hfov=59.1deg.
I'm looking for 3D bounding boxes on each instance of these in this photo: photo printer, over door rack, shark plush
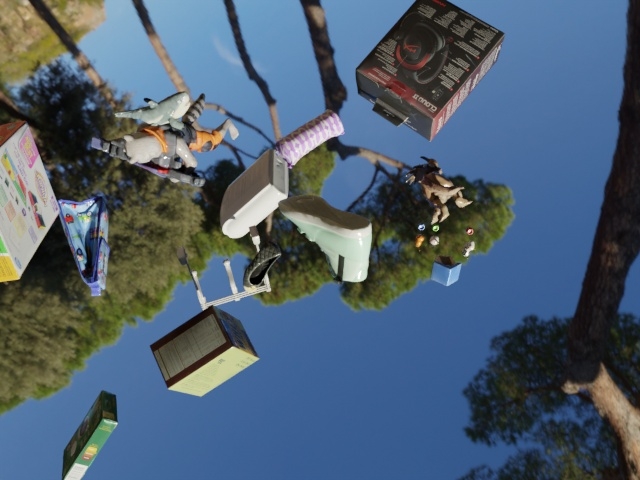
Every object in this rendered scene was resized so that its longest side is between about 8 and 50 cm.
[{"bbox_3d":[-0.253,-0.164,2.085,0.307,0.107,0.256,-38,-146,26],"label":"photo printer"},{"bbox_3d":[-0.288,0.077,1.737,0.239,0.324,0.108,-17,-125,-8],"label":"over door rack"},{"bbox_3d":[-0.356,-0.288,1.210,0.161,0.067,0.073,3,-118,7],"label":"shark plush"}]

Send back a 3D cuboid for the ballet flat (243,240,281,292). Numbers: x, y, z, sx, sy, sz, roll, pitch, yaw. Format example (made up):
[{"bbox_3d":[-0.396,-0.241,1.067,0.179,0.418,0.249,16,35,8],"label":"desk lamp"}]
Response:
[{"bbox_3d":[-0.150,0.074,1.414,0.049,0.057,0.173,56,-49,33],"label":"ballet flat"}]

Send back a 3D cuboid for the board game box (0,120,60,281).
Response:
[{"bbox_3d":[-0.679,-0.094,1.231,0.064,0.242,0.317,-9,-151,-3],"label":"board game box"}]

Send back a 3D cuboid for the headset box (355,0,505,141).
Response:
[{"bbox_3d":[0.234,-0.386,1.275,0.218,0.110,0.293,37,-100,16],"label":"headset box"}]

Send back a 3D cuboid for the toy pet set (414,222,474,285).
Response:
[{"bbox_3d":[0.263,0.031,1.198,0.122,0.114,0.065,4,-153,-4],"label":"toy pet set"}]

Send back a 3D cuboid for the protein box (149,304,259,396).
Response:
[{"bbox_3d":[-0.310,0.304,1.538,0.201,0.200,0.136,-33,-115,1],"label":"protein box"}]

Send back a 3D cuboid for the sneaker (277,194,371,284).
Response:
[{"bbox_3d":[0.000,0.000,1.177,0.094,0.151,0.255,-23,-146,-35],"label":"sneaker"}]

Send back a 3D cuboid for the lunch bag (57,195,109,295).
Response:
[{"bbox_3d":[-0.734,0.031,1.787,0.138,0.294,0.221,-7,173,-18],"label":"lunch bag"}]

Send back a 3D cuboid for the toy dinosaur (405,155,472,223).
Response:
[{"bbox_3d":[0.340,-0.165,1.684,0.127,0.200,0.295,-32,178,6],"label":"toy dinosaur"}]

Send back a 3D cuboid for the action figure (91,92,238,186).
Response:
[{"bbox_3d":[-0.414,-0.276,1.457,0.341,0.179,0.330,18,-153,9],"label":"action figure"}]

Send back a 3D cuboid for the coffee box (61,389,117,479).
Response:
[{"bbox_3d":[-0.529,0.451,1.294,0.184,0.040,0.113,-57,-152,5],"label":"coffee box"}]

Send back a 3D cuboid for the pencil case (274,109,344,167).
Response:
[{"bbox_3d":[-0.030,-0.296,1.633,0.206,0.088,0.086,-35,-159,-12],"label":"pencil case"}]
